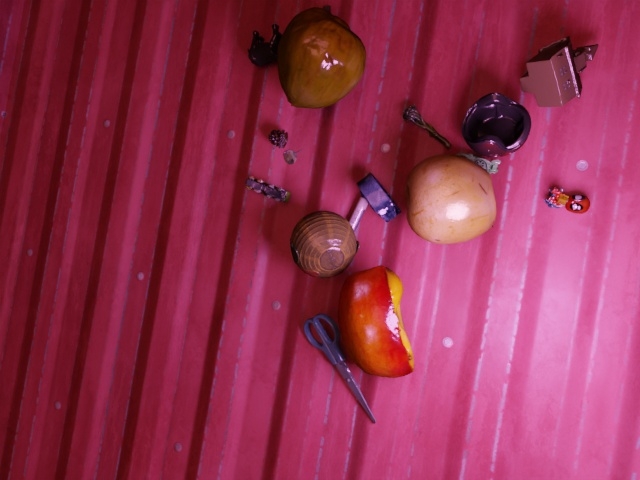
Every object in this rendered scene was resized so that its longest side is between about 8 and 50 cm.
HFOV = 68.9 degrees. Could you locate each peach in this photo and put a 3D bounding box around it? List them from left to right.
[{"bbox_3d":[0.179,0.277,1.592,0.242,0.306,0.380,-7,89,11],"label":"peach"}]

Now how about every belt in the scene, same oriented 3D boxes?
[{"bbox_3d":[0.209,-0.151,1.687,0.082,0.141,0.190,-38,78,14],"label":"belt"}]

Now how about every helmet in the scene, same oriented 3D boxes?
[{"bbox_3d":[0.582,-0.373,1.552,0.216,0.193,0.189,7,81,23],"label":"helmet"}]

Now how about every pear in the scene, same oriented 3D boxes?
[{"bbox_3d":[0.424,-0.135,1.536,0.309,0.309,0.309,-1,86,18],"label":"pear"}]

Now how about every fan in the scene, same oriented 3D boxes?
[{"bbox_3d":[-0.111,-0.335,1.878,0.080,0.003,0.060,0,87,18],"label":"fan"}]

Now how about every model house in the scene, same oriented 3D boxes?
[{"bbox_3d":[0.802,-0.574,1.530,0.248,0.176,0.181,-35,116,-9],"label":"model house"}]

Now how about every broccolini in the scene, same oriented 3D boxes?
[{"bbox_3d":[0.386,-0.407,1.691,0.067,0.058,0.216,-45,75,7],"label":"broccolini"}]

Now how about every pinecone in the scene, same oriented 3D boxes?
[{"bbox_3d":[-0.169,-0.408,1.866,0.083,0.077,0.077,15,91,23],"label":"pinecone"}]

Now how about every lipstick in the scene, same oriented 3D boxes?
[{"bbox_3d":[0.138,-0.094,1.760,0.040,0.040,0.141,26,94,18],"label":"lipstick"}]

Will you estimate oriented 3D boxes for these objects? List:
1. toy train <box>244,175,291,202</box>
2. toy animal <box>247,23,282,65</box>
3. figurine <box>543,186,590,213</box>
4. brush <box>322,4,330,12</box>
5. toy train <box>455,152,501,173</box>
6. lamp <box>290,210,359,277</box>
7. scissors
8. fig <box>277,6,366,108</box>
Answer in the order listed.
[{"bbox_3d":[-0.212,-0.203,1.866,0.202,0.081,0.060,23,93,25],"label":"toy train"},{"bbox_3d":[-0.189,-0.780,1.891,0.245,0.114,0.146,-3,78,40],"label":"toy animal"},{"bbox_3d":[0.809,-0.126,1.525,0.140,0.075,0.068,22,92,8],"label":"figurine"},{"bbox_3d":[0.020,-0.848,1.862,0.034,0.027,0.190,1,79,15],"label":"brush"},{"bbox_3d":[0.534,-0.259,1.620,0.149,0.099,0.081,29,73,23],"label":"toy train"},{"bbox_3d":[0.000,0.000,1.707,0.250,0.250,0.284,-44,34,11],"label":"lamp"},{"bbox_3d":[0.085,0.473,1.713,0.447,0.029,0.192,59,141,4],"label":"scissors"},{"bbox_3d":[-0.009,-0.650,1.714,0.343,0.343,0.343,-1,86,18],"label":"fig"}]
